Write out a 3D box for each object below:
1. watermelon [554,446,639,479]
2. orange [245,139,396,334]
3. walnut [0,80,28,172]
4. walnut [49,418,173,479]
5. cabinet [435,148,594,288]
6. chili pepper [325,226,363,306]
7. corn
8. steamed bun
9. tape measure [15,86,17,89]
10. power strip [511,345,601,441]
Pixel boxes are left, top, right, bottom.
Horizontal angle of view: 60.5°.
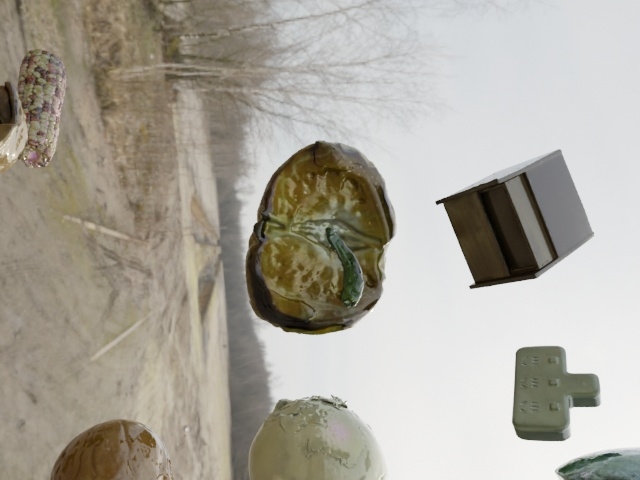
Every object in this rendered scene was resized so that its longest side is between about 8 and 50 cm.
[{"bbox_3d":[0.579,0.518,0.971,0.387,0.229,0.258,-47,123,-79],"label":"watermelon"},{"bbox_3d":[0.000,0.000,1.077,0.210,0.271,0.368,-162,-94,-84],"label":"orange"},{"bbox_3d":[-0.553,-0.165,0.842,0.238,0.204,0.141,57,-20,25],"label":"walnut"},{"bbox_3d":[-0.276,0.345,0.731,0.167,0.168,0.207,102,-21,-61],"label":"walnut"},{"bbox_3d":[0.345,-0.038,0.982,0.148,0.215,0.174,-20,-86,52],"label":"cabinet"},{"bbox_3d":[0.040,0.036,0.776,0.055,0.035,0.117,19,55,-63],"label":"chili pepper"},{"bbox_3d":[-0.579,-0.278,1.132,0.092,0.092,0.280,101,-18,-59],"label":"corn"},{"bbox_3d":[0.007,0.517,1.278,0.312,0.334,0.232,-128,-138,-60],"label":"steamed bun"},{"bbox_3d":[-0.682,-0.275,1.225,0.180,0.104,0.107,-10,85,-70],"label":"tape measure"},{"bbox_3d":[0.567,0.359,1.320,0.059,0.194,0.265,67,30,-28],"label":"power strip"}]
